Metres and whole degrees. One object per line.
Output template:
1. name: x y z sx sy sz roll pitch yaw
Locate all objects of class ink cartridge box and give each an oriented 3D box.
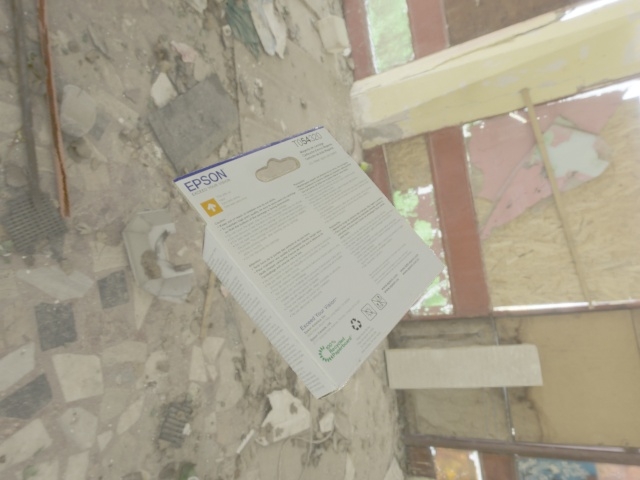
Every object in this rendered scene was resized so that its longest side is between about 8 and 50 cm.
1. ink cartridge box: 0.000 0.000 0.627 0.330 0.071 0.324 49 46 8
